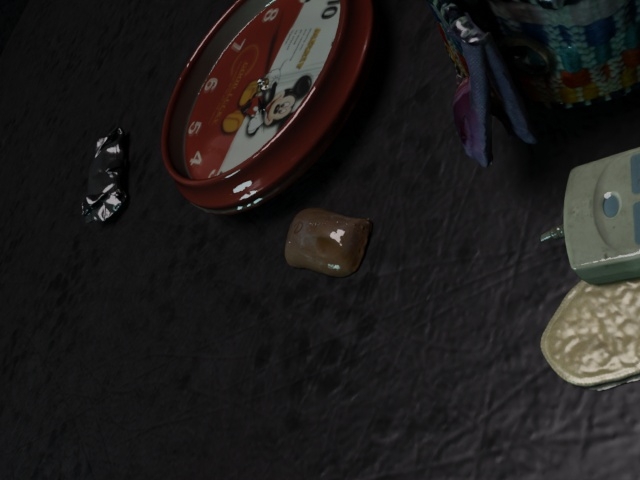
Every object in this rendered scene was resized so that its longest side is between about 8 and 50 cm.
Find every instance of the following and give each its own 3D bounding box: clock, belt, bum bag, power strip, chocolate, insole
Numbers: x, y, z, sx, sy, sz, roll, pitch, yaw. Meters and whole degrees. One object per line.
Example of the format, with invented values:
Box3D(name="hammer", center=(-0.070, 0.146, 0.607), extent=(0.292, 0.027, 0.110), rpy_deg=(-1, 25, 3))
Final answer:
Box3D(name="clock", center=(-0.062, -0.174, 0.750), extent=(0.319, 0.080, 0.318), rpy_deg=(-25, 50, 32))
Box3D(name="belt", center=(0.171, -0.216, 0.453), extent=(0.207, 0.160, 0.294), rpy_deg=(-10, 62, 25))
Box3D(name="bum bag", center=(-0.354, -0.107, 1.065), extent=(0.087, 0.049, 0.197), rpy_deg=(-35, 46, 24))
Box3D(name="power strip", center=(0.225, -0.029, 0.363), extent=(0.227, 0.029, 0.079), rpy_deg=(-18, 53, 43))
Box3D(name="chocolate", center=(0.000, 0.000, 0.618), extent=(0.101, 0.031, 0.064), rpy_deg=(16, 86, 50))
Box3D(name="insole", center=(0.230, 0.000, 0.373), extent=(0.248, 0.011, 0.081), rpy_deg=(-46, 41, 19))
